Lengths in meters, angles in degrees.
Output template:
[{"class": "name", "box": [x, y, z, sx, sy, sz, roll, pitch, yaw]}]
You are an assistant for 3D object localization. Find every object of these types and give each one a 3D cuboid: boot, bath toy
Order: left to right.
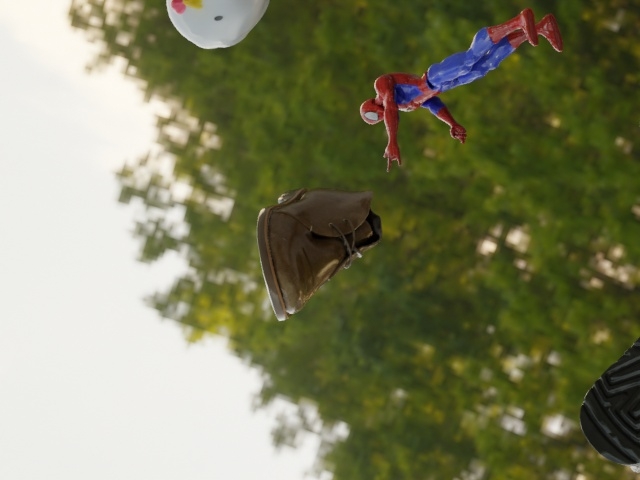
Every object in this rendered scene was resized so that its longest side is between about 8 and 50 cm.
[{"class": "bath toy", "box": [-0.135, -0.348, 1.538, 0.151, 0.348, 0.129, -21, -172, -21]}, {"class": "boot", "box": [0.000, 0.000, 1.919, 0.115, 0.112, 0.305, -8, -161, 13]}, {"class": "boot", "box": [0.441, 0.126, 1.797, 0.131, 0.348, 0.260, 58, -166, 23]}]

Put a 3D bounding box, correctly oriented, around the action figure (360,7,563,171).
[{"class": "action figure", "box": [0.166, -0.171, 2.040, 0.280, 0.139, 0.091, -19, 165, 36]}]
